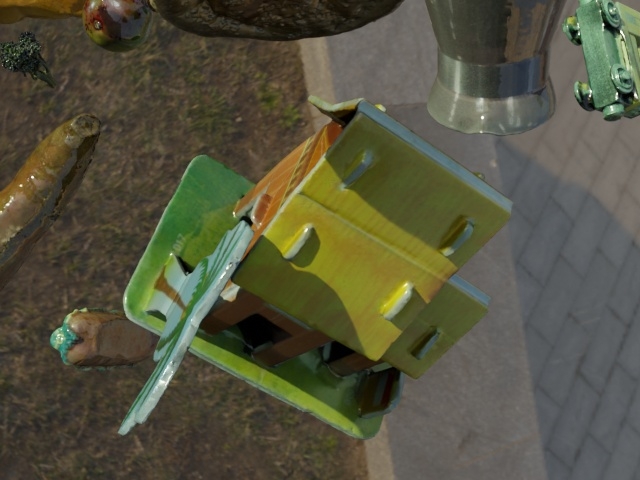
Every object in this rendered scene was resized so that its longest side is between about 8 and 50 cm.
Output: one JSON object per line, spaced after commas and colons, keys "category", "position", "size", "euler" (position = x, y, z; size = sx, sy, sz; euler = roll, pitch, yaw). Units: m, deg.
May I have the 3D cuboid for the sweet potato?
{"category": "sweet potato", "position": [-0.297, -0.013, 0.759], "size": [0.075, 0.075, 0.273], "euler": [42, 93, -23]}

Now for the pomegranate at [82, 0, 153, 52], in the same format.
{"category": "pomegranate", "position": [-0.349, -0.390, 1.382], "size": [0.130, 0.130, 0.130], "euler": [3, 84, -33]}

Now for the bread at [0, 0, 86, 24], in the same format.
{"category": "bread", "position": [-0.542, -0.495, 1.453], "size": [0.344, 0.149, 0.195], "euler": [0, 99, 7]}

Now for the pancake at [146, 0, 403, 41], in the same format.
{"category": "pancake", "position": [-0.021, -0.138, 0.434], "size": [0.152, 0.152, 0.025], "euler": [-3, 88, -33]}

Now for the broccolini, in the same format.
{"category": "broccolini", "position": [-0.510, -0.311, 1.453], "size": [0.074, 0.201, 0.058], "euler": [-32, 76, 0]}

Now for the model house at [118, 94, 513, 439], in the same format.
{"category": "model house", "position": [0.016, 0.059, 0.681], "size": [0.300, 0.324, 0.340], "euler": [31, 56, -17]}

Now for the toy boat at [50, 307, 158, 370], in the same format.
{"category": "toy boat", "position": [-0.356, 0.180, 1.436], "size": [0.293, 0.099, 0.108], "euler": [23, 67, -69]}

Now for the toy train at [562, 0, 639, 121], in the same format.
{"category": "toy train", "position": [0.258, -0.160, 0.709], "size": [0.081, 0.050, 0.122], "euler": [7, 70, -38]}

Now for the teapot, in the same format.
{"category": "teapot", "position": [0.249, -0.357, 1.143], "size": [0.300, 0.253, 0.344], "euler": [-70, 160, -48]}
